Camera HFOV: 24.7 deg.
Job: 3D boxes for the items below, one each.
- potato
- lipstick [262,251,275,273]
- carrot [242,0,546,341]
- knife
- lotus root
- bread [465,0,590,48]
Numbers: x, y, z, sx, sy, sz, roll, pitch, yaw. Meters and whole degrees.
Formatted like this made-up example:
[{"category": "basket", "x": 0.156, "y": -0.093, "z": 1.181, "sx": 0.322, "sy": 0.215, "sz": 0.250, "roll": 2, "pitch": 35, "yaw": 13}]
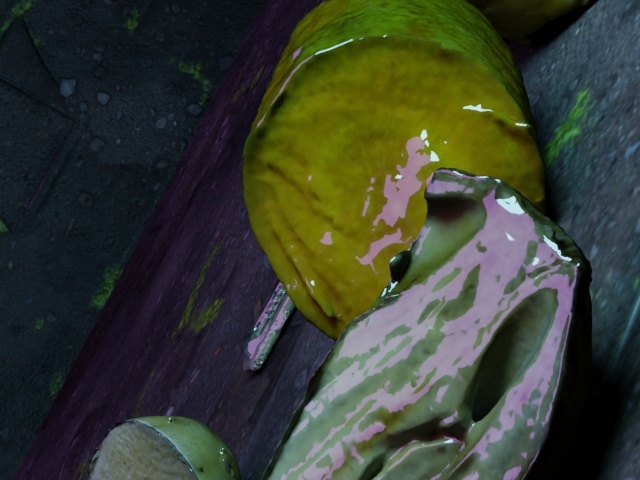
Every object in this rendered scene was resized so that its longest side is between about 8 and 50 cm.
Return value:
[{"category": "potato", "x": -0.146, "y": 0.267, "z": 1.528, "sx": 0.117, "sy": 0.182, "sz": 0.202, "roll": -20, "pitch": -44, "yaw": -47}, {"category": "lipstick", "x": -0.045, "y": -0.014, "z": 1.791, "sx": 0.158, "sy": 0.048, "sz": 0.048, "roll": 99, "pitch": -168, "yaw": -60}, {"category": "carrot", "x": 0.060, "y": -0.075, "z": 1.223, "sx": 0.241, "sy": 0.241, "sz": 0.340, "roll": -55, "pitch": 13, "yaw": 24}, {"category": "knife", "x": -0.005, "y": -0.003, "z": 1.744, "sx": 0.365, "sy": 0.043, "sz": 0.089, "roll": -60, "pitch": 10, "yaw": 5}, {"category": "lotus root", "x": 0.083, "y": 0.124, "z": 0.973, "sx": 0.314, "sy": 0.142, "sz": 0.210, "roll": -52, "pitch": 52, "yaw": 17}, {"category": "bread", "x": 0.096, "y": -0.358, "z": 1.431, "sx": 0.361, "sy": 0.394, "sz": 0.250, "roll": -102, "pitch": 28, "yaw": -66}]
